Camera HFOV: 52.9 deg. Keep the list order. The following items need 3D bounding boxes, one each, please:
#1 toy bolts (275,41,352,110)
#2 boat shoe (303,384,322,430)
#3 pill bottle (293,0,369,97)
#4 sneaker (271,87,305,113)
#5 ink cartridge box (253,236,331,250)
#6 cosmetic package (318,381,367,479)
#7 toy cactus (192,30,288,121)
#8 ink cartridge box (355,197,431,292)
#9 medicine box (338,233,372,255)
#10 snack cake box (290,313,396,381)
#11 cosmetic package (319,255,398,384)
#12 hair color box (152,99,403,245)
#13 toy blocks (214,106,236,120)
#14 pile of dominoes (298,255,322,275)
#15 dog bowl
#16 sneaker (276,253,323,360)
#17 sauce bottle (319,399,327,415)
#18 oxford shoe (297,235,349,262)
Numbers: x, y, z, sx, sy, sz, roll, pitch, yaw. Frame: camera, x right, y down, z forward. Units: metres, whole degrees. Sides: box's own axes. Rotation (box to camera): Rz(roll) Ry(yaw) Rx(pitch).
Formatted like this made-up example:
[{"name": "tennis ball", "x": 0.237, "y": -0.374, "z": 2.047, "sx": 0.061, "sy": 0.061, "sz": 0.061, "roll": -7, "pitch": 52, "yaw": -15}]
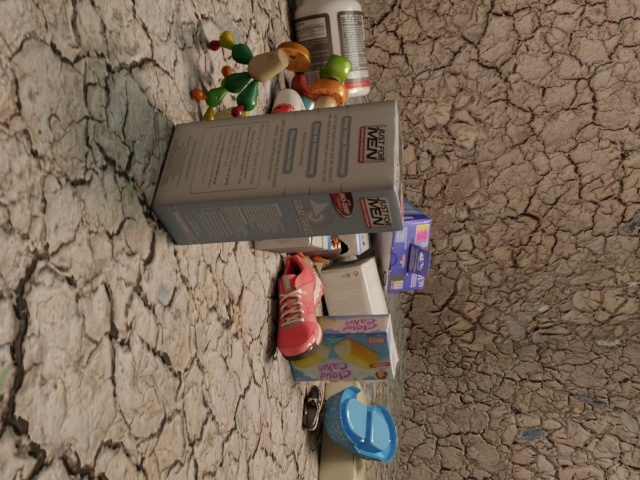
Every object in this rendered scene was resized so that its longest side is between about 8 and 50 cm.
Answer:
[{"name": "toy bolts", "x": -0.050, "y": -0.397, "z": 1.735, "sx": 0.228, "sy": 0.218, "sz": 0.158, "roll": 142, "pitch": -35, "yaw": -66}, {"name": "boat shoe", "x": -0.023, "y": 0.454, "z": 1.761, "sx": 0.038, "sy": 0.046, "sz": 0.125, "roll": 73, "pitch": 25, "yaw": -59}, {"name": "pill bottle", "x": 0.031, "y": -0.615, "z": 1.957, "sx": 0.210, "sy": 0.210, "sz": 0.362, "roll": -50, "pitch": 135, "yaw": -72}, {"name": "sneaker", "x": -0.092, "y": -0.281, "z": 1.586, "sx": 0.145, "sy": 0.090, "sz": 0.269, "roll": 56, "pitch": 35, "yaw": -70}, {"name": "ink cartridge box", "x": -0.063, "y": -0.014, "z": 1.513, "sx": 0.191, "sy": 0.140, "sz": 0.082, "roll": 23, "pitch": 64, "yaw": -76}, {"name": "cosmetic package", "x": 0.073, "y": 0.608, "z": 1.980, "sx": 0.160, "sy": 0.113, "sz": 0.309, "roll": 67, "pitch": 21, "yaw": -52}, {"name": "toy cactus", "x": -0.147, "y": -0.310, "z": 1.191, "sx": 0.112, "sy": 0.181, "sz": 0.218, "roll": 33, "pitch": 46, "yaw": -49}, {"name": "ink cartridge box", "x": 0.251, "y": 0.002, "z": 2.249, "sx": 0.395, "sy": 0.151, "sz": 0.269, "roll": -126, "pitch": -146, "yaw": -59}, {"name": "medicine box", "x": 0.071, "y": -0.090, "z": 2.108, "sx": 0.289, "sy": 0.149, "sz": 0.263, "roll": -23, "pitch": 108, "yaw": -77}, {"name": "snack cake box", "x": 0.055, "y": 0.277, "z": 1.657, "sx": 0.089, "sy": 0.265, "sz": 0.152, "roll": -67, "pitch": 150, "yaw": -62}, {"name": "cosmetic package", "x": 0.133, "y": 0.261, "z": 2.126, "sx": 0.217, "sy": 0.156, "sz": 0.384, "roll": -19, "pitch": 98, "yaw": -72}, {"name": "hair color box", "x": -0.058, "y": -0.105, "z": 1.032, "sx": 0.113, "sy": 0.375, "sz": 0.185, "roll": 69, "pitch": 21, "yaw": -52}, {"name": "toy blocks", "x": -0.165, "y": -0.215, "z": 1.322, "sx": 0.148, "sy": 0.054, "sz": 0.123, "roll": -58, "pitch": 142, "yaw": -69}, {"name": "pile of dominoes", "x": -0.055, "y": -0.009, "z": 1.833, "sx": 0.196, "sy": 0.040, "sz": 0.251, "roll": -73, "pitch": 148, "yaw": -51}, {"name": "dog bowl", "x": 0.115, "y": 0.537, "z": 1.862, "sx": 0.297, "sy": 0.074, "sz": 0.165, "roll": 43, "pitch": 40, "yaw": -37}, {"name": "sneaker", "x": -0.069, "y": 0.156, "z": 1.568, "sx": 0.313, "sy": 0.116, "sz": 0.136, "roll": -88, "pitch": 157, "yaw": -53}, {"name": "sauce bottle", "x": -0.002, "y": 0.479, "z": 1.852, "sx": 0.128, "sy": 0.042, "sz": 0.042, "roll": 32, "pitch": 54, "yaw": -77}, {"name": "oxford shoe", "x": 0.000, "y": 0.000, "z": 1.771, "sx": 0.271, "sy": 0.099, "sz": 0.096, "roll": 20, "pitch": 63, "yaw": -68}]
